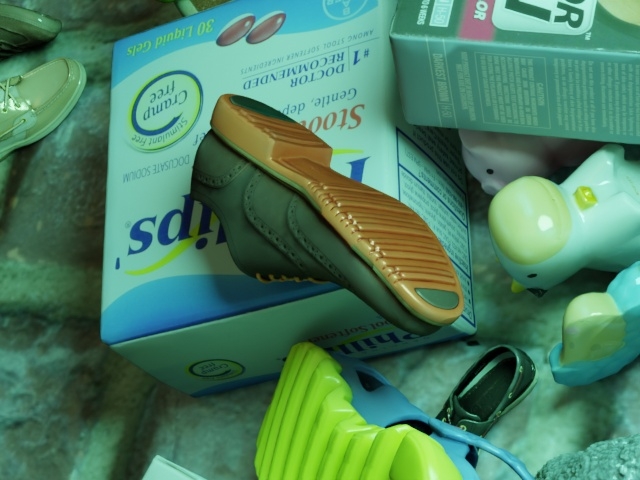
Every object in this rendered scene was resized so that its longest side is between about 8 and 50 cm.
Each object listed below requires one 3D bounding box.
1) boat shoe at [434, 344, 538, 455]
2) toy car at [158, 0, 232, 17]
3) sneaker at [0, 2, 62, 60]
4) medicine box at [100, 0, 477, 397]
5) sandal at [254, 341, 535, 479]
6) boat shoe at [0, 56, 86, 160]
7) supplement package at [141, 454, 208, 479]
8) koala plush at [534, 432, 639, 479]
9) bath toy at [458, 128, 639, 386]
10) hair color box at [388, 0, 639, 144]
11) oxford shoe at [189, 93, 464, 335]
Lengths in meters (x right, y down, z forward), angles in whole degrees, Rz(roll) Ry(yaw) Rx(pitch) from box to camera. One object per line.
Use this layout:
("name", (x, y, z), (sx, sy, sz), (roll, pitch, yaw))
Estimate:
("boat shoe", (0.109, 0.133, 1.343), (0.133, 0.042, 0.049), (-50, 55, 3))
("toy car", (-0.053, -0.276, 1.552), (0.188, 0.155, 0.149), (-36, 53, 23))
("sneaker", (-0.330, -0.198, 1.769), (0.188, 0.066, 0.071), (10, 90, 40))
("medicine box", (-0.028, -0.047, 1.446), (0.263, 0.149, 0.289), (-15, 60, 25))
("sandal", (0.053, 0.166, 1.274), (0.317, 0.138, 0.126), (37, 110, 62))
("boat shoe", (-0.302, -0.123, 1.706), (0.170, 0.059, 0.063), (-36, 54, 12))
("supplement package", (-0.087, 0.337, 1.276), (0.175, 0.177, 0.293), (24, 81, 37))
("koala plush", (0.235, 0.240, 1.135), (0.196, 0.203, 0.221), (-15, 72, 26))
("bath toy", (0.171, -0.065, 1.355), (0.129, 0.151, 0.348), (-56, 41, 43))
("hair color box", (0.253, -0.169, 1.262), (0.374, 0.113, 0.185), (6, 59, 14))
("oxford shoe", (0.000, 0.000, 1.269), (0.271, 0.097, 0.098), (44, 113, 41))
